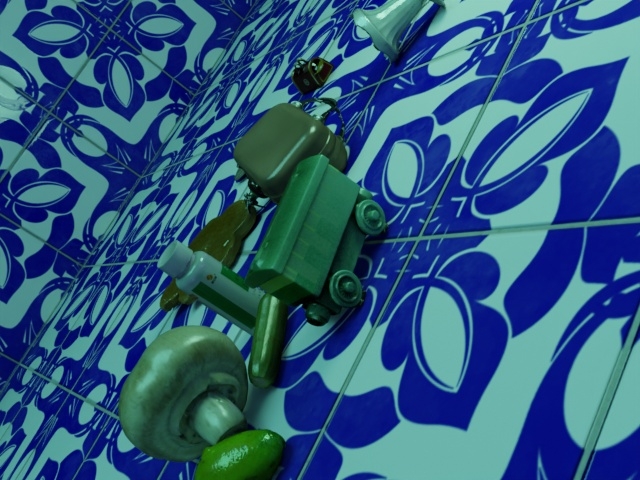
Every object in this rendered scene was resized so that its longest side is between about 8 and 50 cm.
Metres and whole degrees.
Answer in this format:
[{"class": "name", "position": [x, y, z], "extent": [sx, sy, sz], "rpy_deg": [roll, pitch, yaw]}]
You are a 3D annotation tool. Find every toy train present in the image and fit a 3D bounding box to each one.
[{"class": "toy train", "position": [0.000, 0.000, 1.409], "extent": [0.120, 0.202, 0.301], "rpy_deg": [-27, 35, 54]}]

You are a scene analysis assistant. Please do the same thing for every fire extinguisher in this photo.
[{"class": "fire extinguisher", "position": [-0.126, -0.166, 2.026], "extent": [0.099, 0.071, 0.231], "rpy_deg": [33, 81, 41]}]

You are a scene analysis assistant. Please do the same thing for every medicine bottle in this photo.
[{"class": "medicine bottle", "position": [-0.211, 0.097, 1.591], "extent": [0.095, 0.260, 0.095], "rpy_deg": [-40, 28, 27]}]

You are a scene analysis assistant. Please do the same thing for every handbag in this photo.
[{"class": "handbag", "position": [-0.054, -0.224, 1.846], "extent": [0.283, 0.149, 0.302], "rpy_deg": [-49, 31, 2]}]

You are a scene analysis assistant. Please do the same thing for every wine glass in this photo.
[{"class": "wine glass", "position": [0.194, -0.553, 1.890], "extent": [0.196, 0.165, 0.165], "rpy_deg": [-38, 26, 13]}]

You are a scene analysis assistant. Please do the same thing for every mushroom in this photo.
[{"class": "mushroom", "position": [-0.231, 0.295, 1.403], "extent": [0.253, 0.260, 0.234], "rpy_deg": [-29, 38, -30]}]

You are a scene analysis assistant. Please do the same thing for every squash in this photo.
[{"class": "squash", "position": [-0.101, 0.188, 1.503], "extent": [0.066, 0.066, 0.229], "rpy_deg": [-37, 28, 33]}]

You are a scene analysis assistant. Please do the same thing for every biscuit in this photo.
[{"class": "biscuit", "position": [-0.302, 0.048, 2.085], "extent": [0.376, 0.051, 0.269], "rpy_deg": [-48, 26, 5]}]

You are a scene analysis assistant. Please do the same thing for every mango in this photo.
[{"class": "mango", "position": [-0.136, 0.369, 1.277], "extent": [0.178, 0.100, 0.119], "rpy_deg": [-35, 26, 20]}]

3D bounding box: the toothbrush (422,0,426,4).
[{"class": "toothbrush", "position": [0.243, -0.605, 2.016], "extent": [0.307, 0.025, 0.030], "rpy_deg": [-30, 40, 42]}]

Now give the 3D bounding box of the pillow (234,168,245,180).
[{"class": "pillow", "position": [-0.182, -0.261, 2.316], "extent": [0.232, 0.038, 0.131], "rpy_deg": [-28, 31, 49]}]

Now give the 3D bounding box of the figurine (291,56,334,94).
[{"class": "figurine", "position": [-0.031, -0.510, 2.308], "extent": [0.082, 0.098, 0.154], "rpy_deg": [-59, 21, -21]}]
